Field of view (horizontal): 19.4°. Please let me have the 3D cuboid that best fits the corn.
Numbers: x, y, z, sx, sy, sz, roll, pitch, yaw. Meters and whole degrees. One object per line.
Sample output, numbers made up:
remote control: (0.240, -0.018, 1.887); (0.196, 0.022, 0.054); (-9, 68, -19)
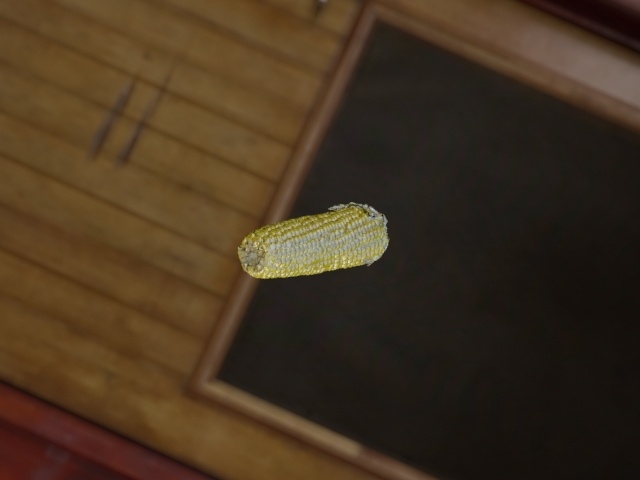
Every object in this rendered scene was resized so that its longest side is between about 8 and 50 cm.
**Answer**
corn: (0.000, 0.000, 0.812); (0.083, 0.027, 0.028); (-10, 112, -44)
